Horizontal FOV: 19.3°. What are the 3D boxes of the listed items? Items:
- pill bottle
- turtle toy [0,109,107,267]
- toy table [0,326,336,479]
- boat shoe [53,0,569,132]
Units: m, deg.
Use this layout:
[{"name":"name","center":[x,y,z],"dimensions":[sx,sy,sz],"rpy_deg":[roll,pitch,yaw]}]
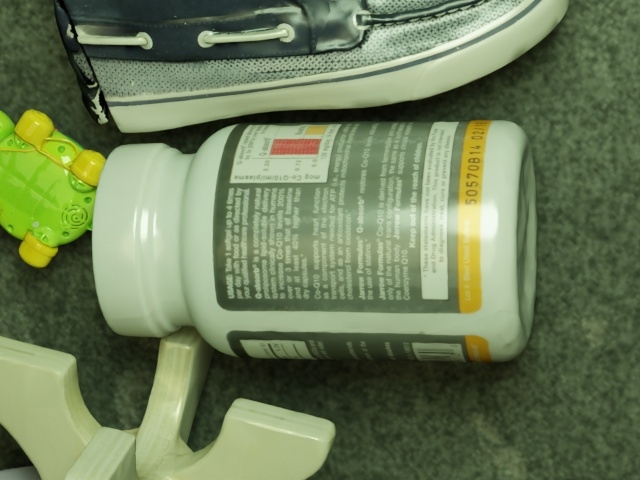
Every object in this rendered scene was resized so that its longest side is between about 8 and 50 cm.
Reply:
[{"name":"pill bottle","center":[0.000,0.000,1.254],"dimensions":[0.278,0.162,0.162],"rpy_deg":[1,99,12]},{"name":"turtle toy","center":[-0.207,-0.048,1.341],"dimensions":[0.130,0.066,0.095],"rpy_deg":[37,103,5]},{"name":"toy table","center":[-0.127,0.164,1.282],"dimensions":[0.274,0.252,0.161],"rpy_deg":[7,117,0]},{"name":"boat shoe","center":[-0.018,-0.174,1.215],"dimensions":[0.341,0.127,0.158],"rpy_deg":[-12,134,10]}]
